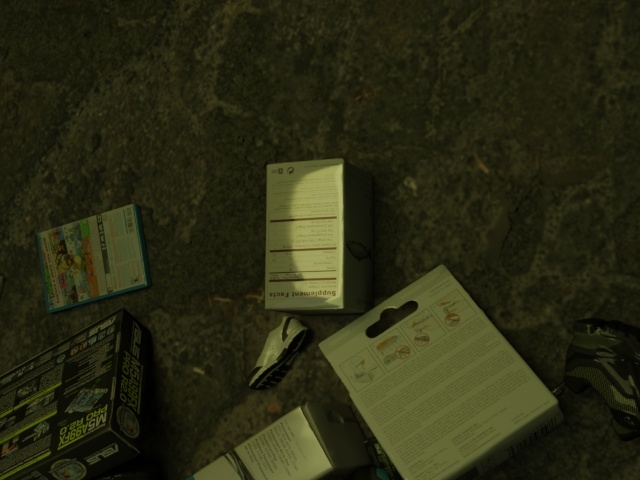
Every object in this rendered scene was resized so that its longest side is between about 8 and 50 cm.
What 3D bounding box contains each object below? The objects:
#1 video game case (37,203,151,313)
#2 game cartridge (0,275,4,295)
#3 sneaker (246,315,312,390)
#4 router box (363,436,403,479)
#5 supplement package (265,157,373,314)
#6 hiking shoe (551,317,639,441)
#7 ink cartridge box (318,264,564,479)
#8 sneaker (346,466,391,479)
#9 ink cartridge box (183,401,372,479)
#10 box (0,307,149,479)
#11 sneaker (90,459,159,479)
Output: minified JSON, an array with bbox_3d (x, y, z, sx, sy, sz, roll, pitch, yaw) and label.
[{"bbox_3d":[-0.318,0.026,1.397,0.166,0.015,0.119,-15,77,20],"label":"video game case"},{"bbox_3d":[-0.504,0.070,1.467,0.083,0.017,0.055,13,91,24],"label":"game cartridge"},{"bbox_3d":[-0.057,0.143,1.264,0.109,0.040,0.044,-50,52,5],"label":"sneaker"},{"bbox_3d":[0.117,0.272,1.168,0.092,0.038,0.122,-27,73,17],"label":"router box"},{"bbox_3d":[0.000,0.000,1.220,0.105,0.105,0.179,-3,82,22],"label":"supplement package"},{"bbox_3d":[0.366,0.168,1.068,0.227,0.086,0.114,24,105,29],"label":"hiking shoe"},{"bbox_3d":[0.134,0.164,1.151,0.189,0.066,0.232,-32,48,-5],"label":"ink cartridge box"},{"bbox_3d":[-0.041,0.386,1.135,0.140,0.125,0.340,33,101,-6],"label":"sneaker"},{"bbox_3d":[-0.055,0.278,1.178,0.203,0.148,0.085,-34,70,15],"label":"ink cartridge box"},{"bbox_3d":[-0.349,0.231,1.293,0.270,0.060,0.216,-29,36,16],"label":"box"},{"bbox_3d":[-0.328,0.379,1.306,0.286,0.109,0.130,-19,85,23],"label":"sneaker"}]
